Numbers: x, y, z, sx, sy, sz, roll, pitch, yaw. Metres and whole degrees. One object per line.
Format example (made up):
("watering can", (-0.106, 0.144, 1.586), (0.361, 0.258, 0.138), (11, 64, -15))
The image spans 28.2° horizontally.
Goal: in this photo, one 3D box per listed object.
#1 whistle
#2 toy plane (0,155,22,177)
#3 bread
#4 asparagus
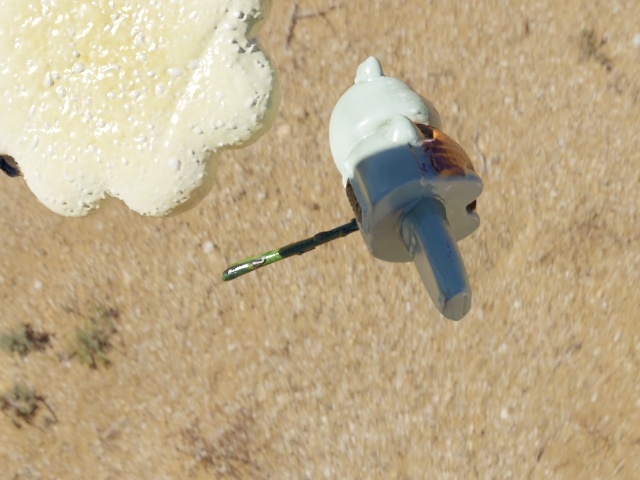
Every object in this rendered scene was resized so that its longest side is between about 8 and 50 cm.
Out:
("whistle", (0.067, -0.045, 0.983), (0.105, 0.102, 0.253), (-32, 47, 15))
("toy plane", (-0.386, -0.087, 1.292), (0.058, 0.226, 0.226), (44, 113, 35))
("bread", (-0.182, -0.165, 1.088), (0.316, 0.054, 0.316), (2, 98, 11))
("asparagus", (0.000, 0.000, 1.299), (0.232, 0.023, 0.022), (-19, 62, 22))
